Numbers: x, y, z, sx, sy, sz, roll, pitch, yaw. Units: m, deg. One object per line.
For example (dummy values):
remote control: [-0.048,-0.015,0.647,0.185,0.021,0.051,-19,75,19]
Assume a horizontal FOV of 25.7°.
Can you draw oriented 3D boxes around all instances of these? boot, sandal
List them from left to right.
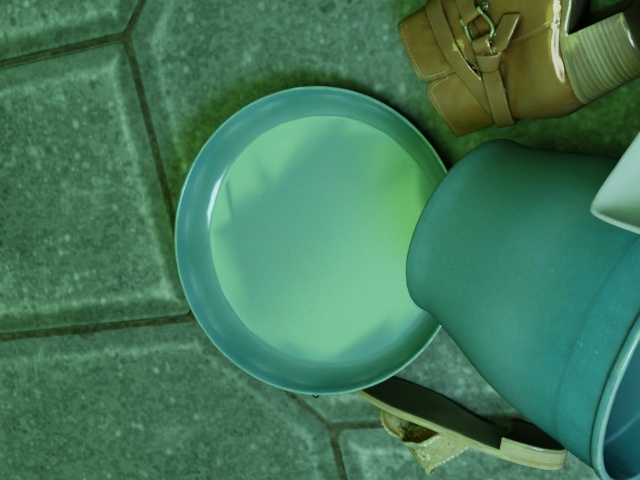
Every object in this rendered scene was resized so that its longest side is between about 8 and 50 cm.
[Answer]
sandal: [0.132,0.213,1.453,0.240,0.088,0.079,16,106,18]
boot: [0.168,-0.245,1.297,0.220,0.109,0.283,-18,103,35]

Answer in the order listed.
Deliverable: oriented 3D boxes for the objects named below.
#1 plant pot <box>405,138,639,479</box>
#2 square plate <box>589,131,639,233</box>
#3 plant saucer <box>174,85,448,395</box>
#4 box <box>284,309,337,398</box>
plant pot: [0.226,0.037,1.260,0.255,0.271,0.272,32,118,32]
square plate: [0.435,-0.091,1.055,0.347,0.049,0.344,25,73,41]
plant saucer: [0.000,0.000,1.451,0.317,0.043,0.318,1,94,21]
box: [-0.007,0.116,1.519,0.083,0.052,0.062,44,119,9]
